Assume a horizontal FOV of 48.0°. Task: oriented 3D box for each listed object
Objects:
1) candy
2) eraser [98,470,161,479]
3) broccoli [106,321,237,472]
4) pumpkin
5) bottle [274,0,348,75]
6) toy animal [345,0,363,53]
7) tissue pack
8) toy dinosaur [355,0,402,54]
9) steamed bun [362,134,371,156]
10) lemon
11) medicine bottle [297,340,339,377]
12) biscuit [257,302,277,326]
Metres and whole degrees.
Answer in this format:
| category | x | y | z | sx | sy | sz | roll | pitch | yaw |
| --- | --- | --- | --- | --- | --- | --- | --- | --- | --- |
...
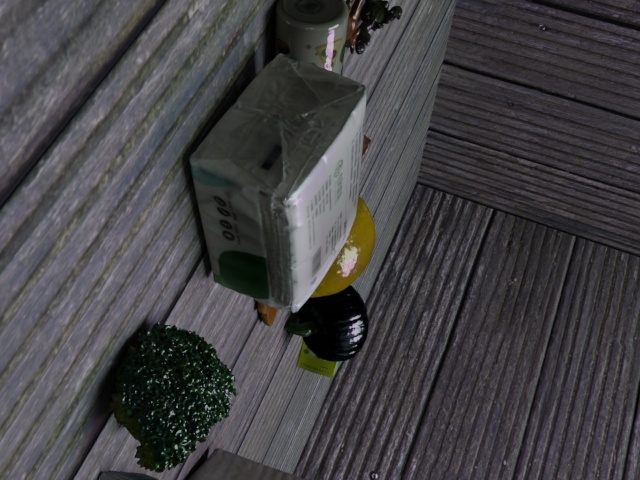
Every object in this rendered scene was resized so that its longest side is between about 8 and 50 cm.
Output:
| category | x | y | z | sx | sy | sz | roll | pitch | yaw |
| --- | --- | --- | --- | --- | --- | --- | --- | --- | --- |
| candy | -0.138 | 0.620 | 1.618 | 0.208 | 0.359 | 0.145 | -55 | 162 | -65 |
| eraser | -0.291 | 0.423 | 1.188 | 0.225 | 0.096 | 0.052 | 77 | 34 | -71 |
| broccoli | -0.231 | 0.245 | 1.070 | 0.194 | 0.194 | 0.219 | 97 | -7 | -48 |
| pumpkin | 0.010 | 0.243 | 2.109 | 0.248 | 0.248 | 0.248 | 20 | 90 | -79 |
| bottle | -0.020 | -0.288 | 1.216 | 0.253 | 0.120 | 0.120 | 95 | 18 | -50 |
| toy animal | 0.049 | -0.436 | 1.428 | 0.224 | 0.066 | 0.229 | -56 | 169 | -39 |
| tissue pack | -0.058 | -0.078 | 1.174 | 0.266 | 0.194 | 0.356 | -57 | 163 | -29 |
| toy dinosaur | 0.106 | -0.518 | 1.710 | 0.187 | 0.087 | 0.179 | -48 | -163 | -24 |
| steamed bun | 0.014 | -0.190 | 1.496 | 0.175 | 0.145 | 0.106 | -48 | 172 | -45 |
| lemon | 0.002 | -0.002 | 1.541 | 0.263 | 0.236 | 0.236 | -27 | 144 | -34 |
| medicine bottle | 0.026 | 0.331 | 2.485 | 0.141 | 0.137 | 0.250 | -47 | 154 | -63 |
| biscuit | -0.110 | 0.111 | 1.697 | 0.162 | 0.035 | 0.250 | -50 | 157 | -48 |
